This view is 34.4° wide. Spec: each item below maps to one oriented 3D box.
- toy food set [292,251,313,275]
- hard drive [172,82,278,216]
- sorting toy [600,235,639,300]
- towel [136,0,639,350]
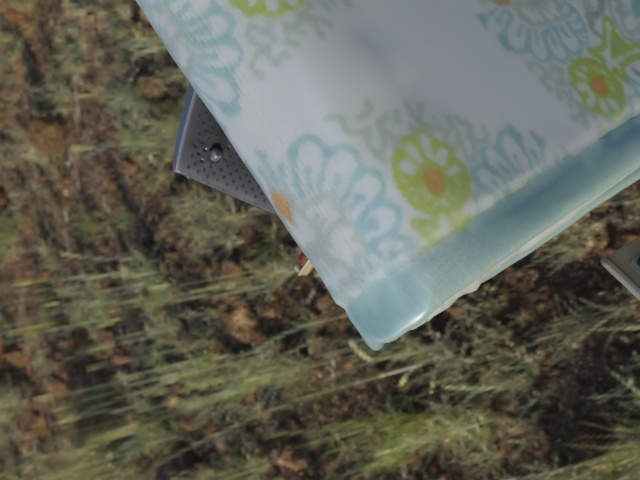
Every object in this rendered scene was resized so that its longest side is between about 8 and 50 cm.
[{"bbox_3d":[0.000,0.000,1.031,0.020,0.083,0.083,36,-178,2],"label":"toy food set"},{"bbox_3d":[-0.058,-0.162,1.098,0.054,0.172,0.255,3,73,56],"label":"hard drive"},{"bbox_3d":[0.514,0.073,1.216,0.307,0.229,0.041,50,154,33],"label":"sorting toy"},{"bbox_3d":[0.068,-0.146,0.625,0.320,0.374,0.090,54,139,8],"label":"towel"}]
